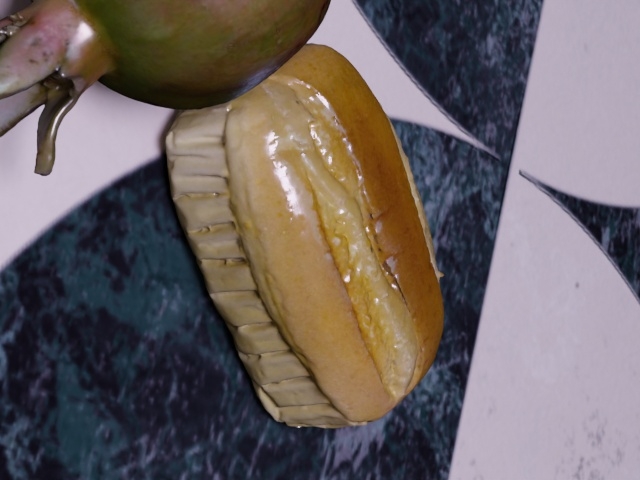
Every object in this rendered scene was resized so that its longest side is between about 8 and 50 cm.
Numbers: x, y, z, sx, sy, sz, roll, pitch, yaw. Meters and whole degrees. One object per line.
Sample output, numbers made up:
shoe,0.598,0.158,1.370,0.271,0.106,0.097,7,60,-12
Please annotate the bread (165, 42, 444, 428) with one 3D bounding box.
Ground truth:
bread,0.000,0.000,1.100,0.140,0.106,0.236,-41,119,-42

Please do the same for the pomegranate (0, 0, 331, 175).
pomegranate,-0.101,-0.135,0.957,0.224,0.181,0.181,-46,123,-19
